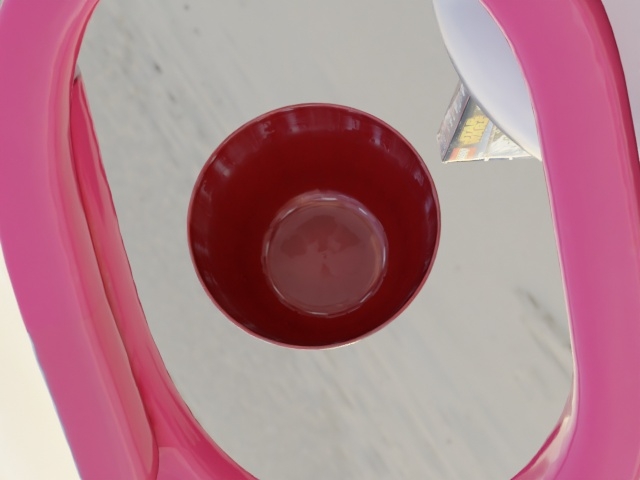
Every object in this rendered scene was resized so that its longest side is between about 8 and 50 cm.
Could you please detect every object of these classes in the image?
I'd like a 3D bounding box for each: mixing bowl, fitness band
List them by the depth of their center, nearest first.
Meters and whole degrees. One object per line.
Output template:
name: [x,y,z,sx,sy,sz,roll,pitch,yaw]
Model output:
fitness band: [0.004,0.004,0.518,0.054,0.209,0.291,-75,-25,-63]
mixing bowl: [0.000,0.000,1.132,0.181,0.181,0.098,56,177,16]

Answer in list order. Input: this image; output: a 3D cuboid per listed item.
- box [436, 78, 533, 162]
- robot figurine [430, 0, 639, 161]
box: [0.143,-0.104,1.101,0.137,0.094,0.027,109,154,-59]
robot figurine: [0.154,-0.115,0.655,0.300,0.200,0.353,43,-171,8]
